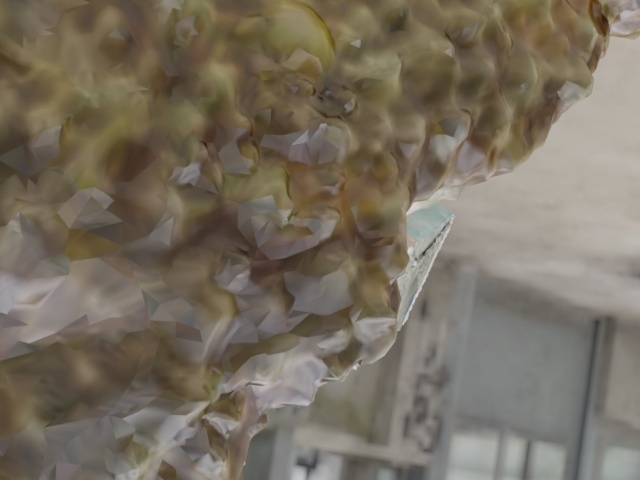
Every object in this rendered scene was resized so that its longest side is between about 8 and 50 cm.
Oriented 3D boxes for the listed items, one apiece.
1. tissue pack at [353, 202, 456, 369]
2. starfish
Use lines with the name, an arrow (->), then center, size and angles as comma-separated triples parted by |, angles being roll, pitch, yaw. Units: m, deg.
tissue pack -> 0.000, 0.000, 0.783 | 0.094, 0.074, 0.059 | 30, -156, 15
starfish -> -0.079, -0.030, 0.392 | 0.384, 0.398, 0.132 | 38, 170, -14
